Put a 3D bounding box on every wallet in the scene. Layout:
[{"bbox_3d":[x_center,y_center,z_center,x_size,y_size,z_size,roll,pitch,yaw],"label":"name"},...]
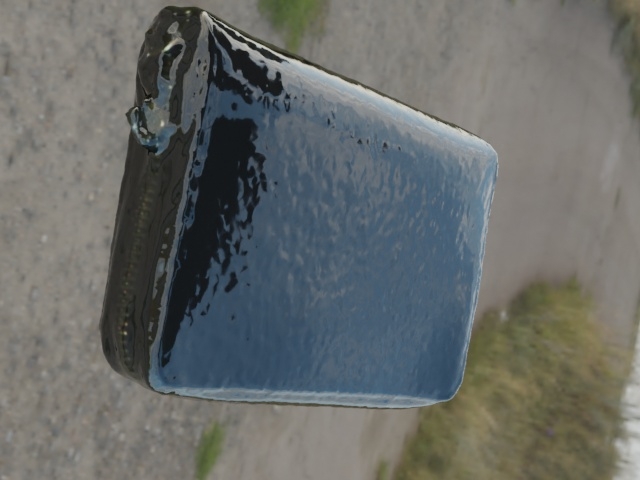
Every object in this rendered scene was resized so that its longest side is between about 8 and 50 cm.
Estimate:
[{"bbox_3d":[0.000,0.000,0.505,0.250,0.044,0.149,11,86,-54],"label":"wallet"}]
